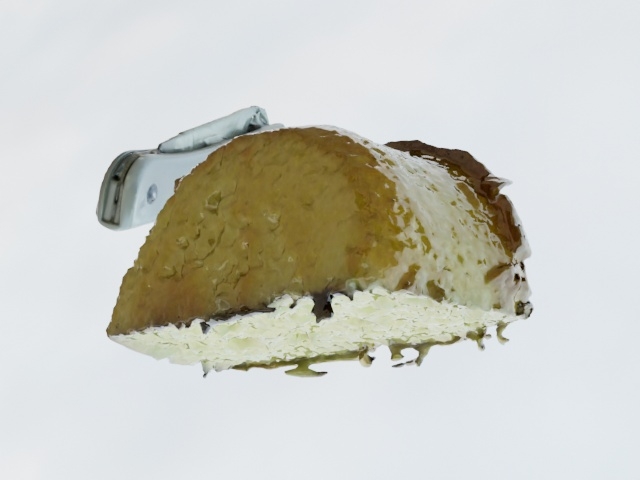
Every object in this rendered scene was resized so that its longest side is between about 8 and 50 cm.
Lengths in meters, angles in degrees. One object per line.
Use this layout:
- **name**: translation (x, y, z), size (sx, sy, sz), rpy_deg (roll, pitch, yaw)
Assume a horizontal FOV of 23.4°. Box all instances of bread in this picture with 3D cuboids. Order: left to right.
- **bread**: translation (-0.001, 0.001, 0.935), size (0.260, 0.160, 0.147), rpy_deg (-14, -113, 49)

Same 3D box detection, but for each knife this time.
- **knife**: translation (-0.095, -0.059, 1.205), size (0.265, 0.040, 0.073), rpy_deg (-27, 136, -64)
